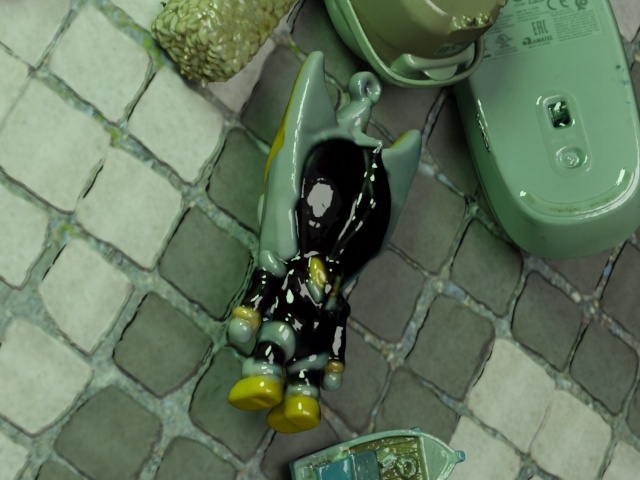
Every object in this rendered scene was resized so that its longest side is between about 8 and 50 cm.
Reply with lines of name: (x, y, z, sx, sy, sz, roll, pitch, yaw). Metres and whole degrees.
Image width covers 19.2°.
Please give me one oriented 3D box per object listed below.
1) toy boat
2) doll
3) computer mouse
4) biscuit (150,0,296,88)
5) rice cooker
toy boat: (0.047, 0.199, 1.608, 0.173, 0.059, 0.069, -7, 88, -35)
doll: (0.002, 0.002, 1.573, 0.145, 0.103, 0.316, 22, 67, -18)
computer mouse: (0.207, -0.123, 1.730, 0.159, 0.097, 0.288, -14, 77, -2)
biscuit: (-0.066, -0.207, 1.578, 0.168, 0.070, 0.082, -53, 121, -29)
rice cooker: (0.077, -0.235, 1.640, 0.145, 0.127, 0.206, -12, 74, -36)
